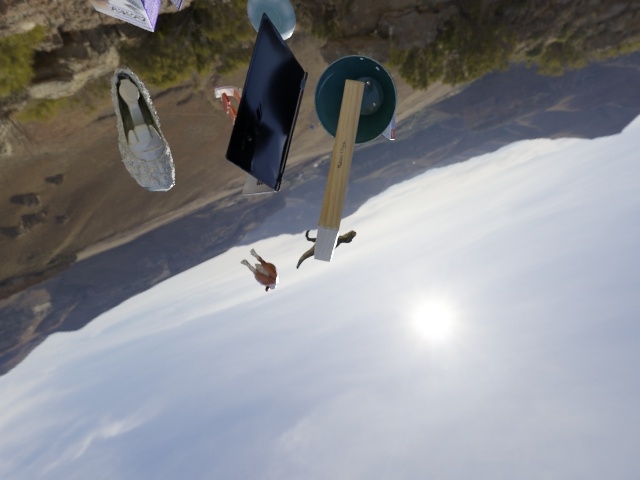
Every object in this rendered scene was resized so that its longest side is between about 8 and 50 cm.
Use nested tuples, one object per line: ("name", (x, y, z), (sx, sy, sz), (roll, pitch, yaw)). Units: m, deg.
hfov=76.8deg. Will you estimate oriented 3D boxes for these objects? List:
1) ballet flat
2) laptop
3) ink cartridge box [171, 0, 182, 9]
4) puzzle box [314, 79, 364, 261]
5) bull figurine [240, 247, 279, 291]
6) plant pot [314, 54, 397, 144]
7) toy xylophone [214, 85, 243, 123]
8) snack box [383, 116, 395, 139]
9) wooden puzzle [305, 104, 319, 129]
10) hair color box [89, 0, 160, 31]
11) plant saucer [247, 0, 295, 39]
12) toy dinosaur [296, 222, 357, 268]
("ballet flat", (-0.556, -0.346, 1.228), (0.146, 0.410, 0.147), (-23, 168, -5))
("laptop", (-0.201, -0.359, 1.200), (0.236, 0.383, 0.407), (17, 173, -33))
("ink cartridge box", (-0.576, -1.006, 1.374), (0.069, 0.371, 0.175), (-48, -165, -32))
("puzzle box", (0.046, -0.172, 1.076), (0.052, 0.410, 0.272), (10, 161, 1))
("bull figurine", (-0.247, 0.132, 1.730), (0.101, 0.188, 0.310), (-48, -177, -14))
("plant pot", (0.144, -0.510, 1.458), (0.289, 0.291, 0.195), (-22, -165, 27))
("toy xylophone", (-0.298, -0.456, 1.551), (0.081, 0.323, 0.236), (-30, -176, -9))
("snack box", (0.264, -0.483, 1.553), (0.022, 0.179, 0.064), (-15, -143, -14))
("wooden puzzle", (-0.030, -0.606, 1.982), (0.116, 0.078, 0.014), (-51, -162, 36))
("hair color box", (-0.583, -0.735, 1.155), (0.185, 0.110, 0.339), (15, -177, -16))
("plant saucer", (-0.190, -0.832, 1.510), (0.194, 0.195, 0.038), (-19, -139, 44))
("toy dinosaur", (0.000, 0.000, 1.530), (0.267, 0.118, 0.064), (-27, 174, 10))
